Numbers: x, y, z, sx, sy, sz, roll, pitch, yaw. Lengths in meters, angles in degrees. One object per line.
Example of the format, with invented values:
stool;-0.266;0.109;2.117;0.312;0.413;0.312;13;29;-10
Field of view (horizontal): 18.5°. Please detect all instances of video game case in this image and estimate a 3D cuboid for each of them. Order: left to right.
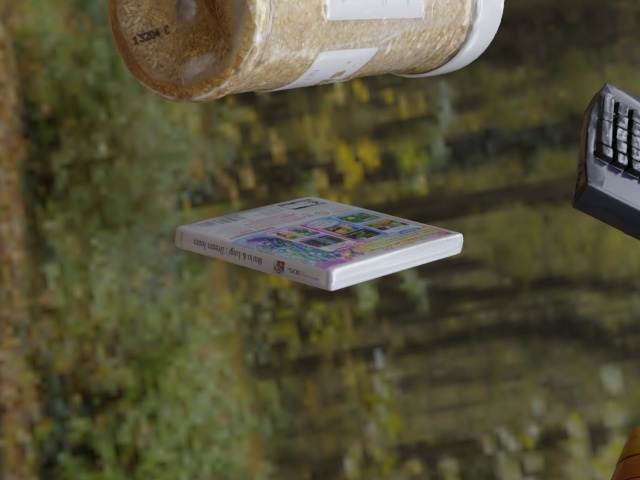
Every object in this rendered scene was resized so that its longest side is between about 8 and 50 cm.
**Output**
video game case;0.000;0.000;1.411;0.157;0.143;0.019;-14;113;-50

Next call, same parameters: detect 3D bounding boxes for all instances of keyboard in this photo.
keyboard;0.322;0.015;1.442;0.033;0.317;0.201;-45;-154;51

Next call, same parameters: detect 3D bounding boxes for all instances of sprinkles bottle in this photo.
sprinkles bottle;0.001;-0.167;1.377;0.355;0.121;0.121;-14;95;-58

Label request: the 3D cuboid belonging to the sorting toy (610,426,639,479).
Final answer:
sorting toy;0.352;0.268;1.724;0.365;0.127;0.126;36;42;-39
